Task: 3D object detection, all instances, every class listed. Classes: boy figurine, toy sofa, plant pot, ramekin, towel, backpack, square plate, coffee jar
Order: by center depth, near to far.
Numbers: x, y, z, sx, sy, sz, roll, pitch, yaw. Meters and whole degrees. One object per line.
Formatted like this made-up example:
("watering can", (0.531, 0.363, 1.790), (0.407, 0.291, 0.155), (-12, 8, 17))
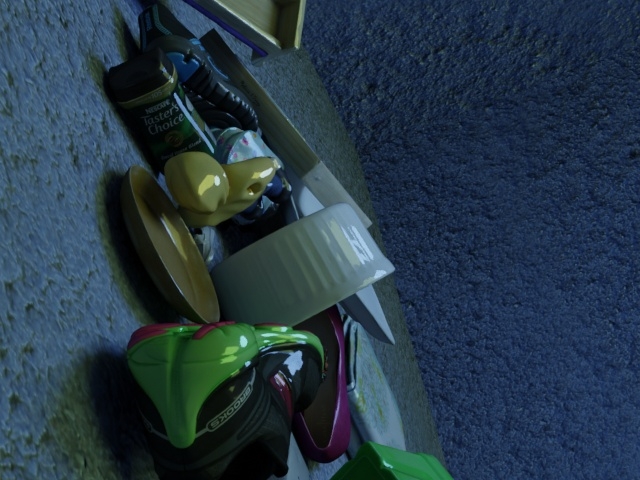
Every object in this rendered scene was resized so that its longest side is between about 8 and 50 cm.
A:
("plant pot", (-0.202, 0.011, 1.385), (0.236, 0.032, 0.236), (63, 5, -10))
("coffee jar", (-0.230, -0.186, 1.528), (0.079, 0.096, 0.184), (-105, 169, -52))
("boy figurine", (-0.148, -0.073, 1.552), (0.092, 0.177, 0.285), (63, 20, 9))
("ramekin", (-0.037, 0.052, 1.621), (0.135, 0.277, 0.277), (62, 9, 2))
("backpack", (-0.137, -0.116, 1.776), (0.182, 0.115, 0.152), (50, 51, -41))
("toy sofa", (-0.203, -0.453, 1.861), (0.362, 0.177, 0.150), (28, 60, -45))
("square plate", (0.000, 0.000, 1.978), (0.344, 0.049, 0.347), (50, 10, -38))
("towel", (0.098, 0.378, 2.281), (0.320, 0.090, 0.374), (-85, 153, -63))

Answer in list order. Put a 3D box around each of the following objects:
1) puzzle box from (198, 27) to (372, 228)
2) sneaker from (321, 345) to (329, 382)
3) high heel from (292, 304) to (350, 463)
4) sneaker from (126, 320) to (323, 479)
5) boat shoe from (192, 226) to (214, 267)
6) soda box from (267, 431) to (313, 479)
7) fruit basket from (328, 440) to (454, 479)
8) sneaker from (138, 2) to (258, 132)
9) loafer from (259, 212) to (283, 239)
("puzzle box", (-0.069, -0.202, 1.999), (0.409, 0.052, 0.272), (53, 3, 32))
("sneaker", (-0.070, 0.205, 1.696), (0.221, 0.087, 0.083), (17, 74, -60))
("high heel", (-0.012, 0.198, 1.841), (0.181, 0.127, 0.377), (78, -3, -77))
("sneaker", (-0.112, 0.201, 1.271), (0.483, 0.185, 0.202), (19, 69, -74))
("boat shoe", (-0.183, 0.007, 1.600), (0.035, 0.035, 0.100), (34, 29, -24))
("soda box", (-0.066, 0.361, 1.307), (0.286, 0.091, 0.098), (-86, 156, -68))
("fruit basket", (0.170, 0.535, 1.625), (0.392, 0.283, 0.392), (43, 2, -2))
("sneaker", (-0.203, -0.267, 1.780), (0.341, 0.125, 0.139), (59, 8, -61))
("loafer", (-0.050, 0.047, 2.086), (0.102, 0.092, 0.268), (28, 41, -74))
